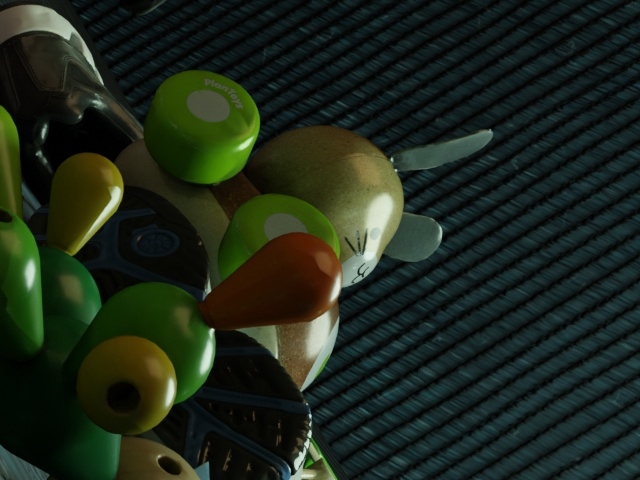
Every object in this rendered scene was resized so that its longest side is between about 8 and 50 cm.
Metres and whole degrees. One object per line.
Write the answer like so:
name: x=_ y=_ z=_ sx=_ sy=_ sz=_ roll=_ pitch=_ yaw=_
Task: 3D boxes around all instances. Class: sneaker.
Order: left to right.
sneaker: x=-0.119 y=-0.029 z=1.029 sx=0.234 sy=0.078 sz=0.106 roll=54 pitch=5 yaw=-44
sneaker: x=-0.072 y=0.054 z=0.758 sx=0.211 sy=0.080 sz=0.081 roll=-123 pitch=-154 yaw=-43

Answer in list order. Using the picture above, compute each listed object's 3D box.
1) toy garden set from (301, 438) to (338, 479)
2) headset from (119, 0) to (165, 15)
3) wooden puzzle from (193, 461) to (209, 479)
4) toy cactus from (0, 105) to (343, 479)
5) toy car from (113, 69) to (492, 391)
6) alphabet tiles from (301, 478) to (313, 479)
toy garden set: x=-0.053 y=0.113 z=1.262 sx=0.244 sy=0.049 sz=0.204 roll=60 pitch=-4 yaw=-39
headset: x=-0.213 y=-0.300 z=1.051 sx=0.394 sy=0.185 sz=0.243 roll=48 pitch=1 yaw=-8
wooden puzzle: x=-0.028 y=0.127 z=0.600 sx=0.078 sy=0.014 sz=0.116 roll=-10 pitch=57 yaw=-49
toy cactus: x=-0.056 y=0.046 z=0.470 sx=0.219 sy=0.112 sz=0.180 roll=47 pitch=-18 yaw=41
toy car: x=0.000 y=0.000 z=0.882 sx=0.149 sy=0.188 sz=0.155 roll=58 pitch=-36 yaw=26
alphabet tiles: x=0.051 y=0.219 z=0.781 sx=0.284 sy=0.021 sz=0.278 roll=27 pitch=-34 yaw=59
